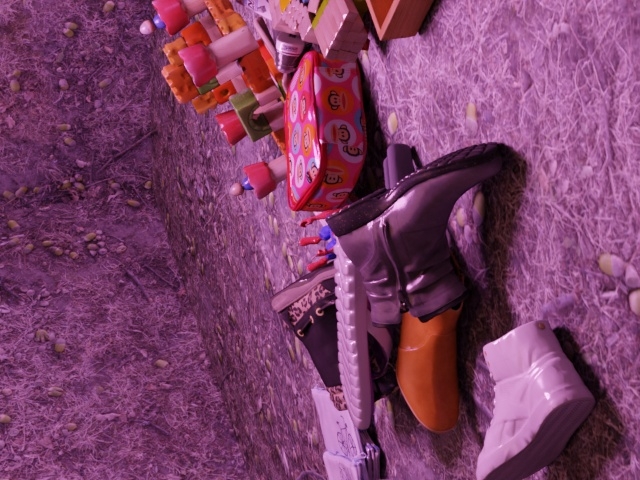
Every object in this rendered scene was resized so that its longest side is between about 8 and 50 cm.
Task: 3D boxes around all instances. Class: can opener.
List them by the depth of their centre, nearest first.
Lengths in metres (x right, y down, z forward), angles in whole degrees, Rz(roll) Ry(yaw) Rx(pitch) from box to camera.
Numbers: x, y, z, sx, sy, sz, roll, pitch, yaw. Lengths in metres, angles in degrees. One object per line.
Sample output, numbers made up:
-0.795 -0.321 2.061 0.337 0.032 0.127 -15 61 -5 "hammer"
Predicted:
0.128 -0.044 1.812 0.074 0.093 0.280 108 167 -58 "can opener"

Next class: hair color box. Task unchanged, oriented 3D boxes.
-0.111 -0.542 2.302 0.167 0.053 0.093 31 137 26 "hair color box"

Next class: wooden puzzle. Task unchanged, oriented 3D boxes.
-0.085 -0.353 2.333 0.221 0.044 0.238 64 -178 -49 "wooden puzzle"

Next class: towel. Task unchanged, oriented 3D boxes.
0.079 0.482 2.435 0.285 0.034 0.209 -125 28 -57 "towel"

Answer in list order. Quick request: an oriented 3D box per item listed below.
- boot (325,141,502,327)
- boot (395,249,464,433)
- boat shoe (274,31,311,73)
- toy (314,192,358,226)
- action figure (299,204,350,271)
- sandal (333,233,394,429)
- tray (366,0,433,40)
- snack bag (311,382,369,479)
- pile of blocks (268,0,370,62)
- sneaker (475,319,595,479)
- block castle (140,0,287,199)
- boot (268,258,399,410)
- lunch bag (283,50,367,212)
0.183 -0.003 1.639 0.338 0.118 0.222 -27 91 41 "boot"
0.197 0.165 1.783 0.211 0.104 0.295 118 143 -63 "boot"
-0.061 -0.401 2.181 0.219 0.078 0.070 -66 -9 -66 "boat shoe"
0.050 -0.062 2.180 0.237 0.056 0.136 50 145 45 "toy"
0.000 0.000 2.095 0.280 0.139 0.091 -36 70 61 "action figure"
0.089 0.162 1.898 0.169 0.102 0.416 -112 17 -65 "sandal"
0.150 -0.512 1.607 0.411 0.076 0.202 120 137 -62 "tray"
0.051 0.505 2.418 0.323 0.037 0.342 154 104 -75 "snack bag"
0.019 -0.442 2.013 0.362 0.113 0.149 42 120 57 "pile of blocks"
0.292 0.238 1.550 0.292 0.108 0.169 116 143 -46 "sneaker"
-0.215 -0.333 2.350 0.303 0.213 0.453 61 179 41 "block castle"
0.083 0.170 2.061 0.377 0.138 0.284 -27 90 43 "boot"
-0.001 -0.206 2.092 0.258 0.120 0.293 128 142 -63 "lunch bag"
